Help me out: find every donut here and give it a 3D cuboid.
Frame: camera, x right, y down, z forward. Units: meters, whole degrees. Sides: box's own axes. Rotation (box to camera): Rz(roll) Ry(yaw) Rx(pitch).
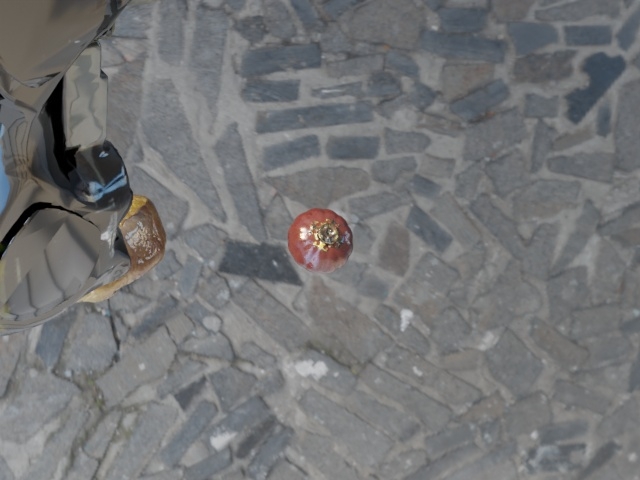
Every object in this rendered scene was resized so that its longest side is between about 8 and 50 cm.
[{"bbox_3d":[-0.483,0.012,1.738,0.299,0.317,0.150,-9,115,-4],"label":"donut"}]

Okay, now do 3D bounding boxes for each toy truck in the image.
[{"bbox_3d":[-0.260,-0.114,0.589,0.181,0.254,0.405,-25,147,-35],"label":"toy truck"}]

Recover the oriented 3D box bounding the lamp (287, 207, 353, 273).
[{"bbox_3d":[0.000,0.000,1.215,0.101,0.090,0.101,6,69,-15],"label":"lamp"}]
